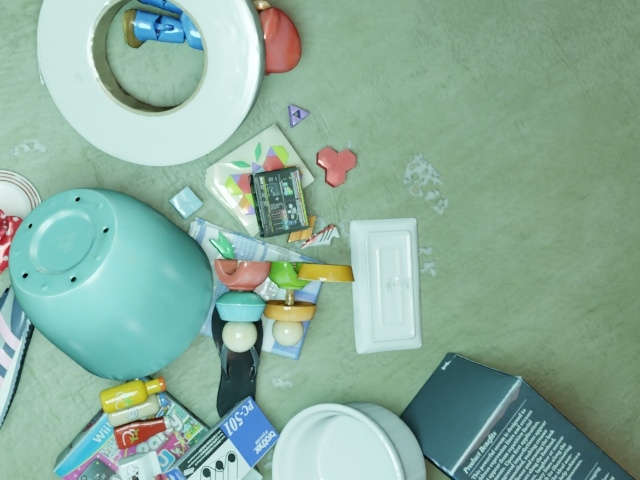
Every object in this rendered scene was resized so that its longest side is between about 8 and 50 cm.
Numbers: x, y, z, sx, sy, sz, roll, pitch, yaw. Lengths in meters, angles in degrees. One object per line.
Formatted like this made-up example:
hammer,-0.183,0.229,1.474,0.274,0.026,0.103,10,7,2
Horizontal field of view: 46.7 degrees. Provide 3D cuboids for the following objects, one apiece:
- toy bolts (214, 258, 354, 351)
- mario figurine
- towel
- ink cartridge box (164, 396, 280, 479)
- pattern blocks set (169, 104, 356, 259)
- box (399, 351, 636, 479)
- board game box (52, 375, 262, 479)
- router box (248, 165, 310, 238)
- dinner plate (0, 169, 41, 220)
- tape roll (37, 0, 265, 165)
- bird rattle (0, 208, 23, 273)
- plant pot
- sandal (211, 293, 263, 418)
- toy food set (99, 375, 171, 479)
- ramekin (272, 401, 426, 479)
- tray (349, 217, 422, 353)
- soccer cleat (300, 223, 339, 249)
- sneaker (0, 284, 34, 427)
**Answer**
toy bolts,-0.068,0.117,1.292,0.228,0.218,0.159,4,89,-41
mario figurine,-0.193,-0.379,1.378,0.320,0.170,0.198,15,124,-4
towel,-0.143,0.097,1.423,0.285,0.034,0.209,19,87,-14
ink cartridge box,-0.169,0.377,1.309,0.097,0.046,0.207,54,42,-2
pattern blocks set,-0.111,-0.117,1.410,0.285,0.026,0.325,40,75,-9
box,0.386,0.433,1.430,0.395,0.293,0.212,41,81,-11
board game box,-0.294,0.417,1.360,0.303,0.097,0.224,43,80,-11
router box,-0.077,-0.072,1.382,0.092,0.038,0.123,-11,93,-19
dinner plate,-0.570,-0.054,1.320,0.141,0.017,0.141,0,92,-14
tape roll,-0.290,-0.322,1.277,0.392,0.072,0.392,2,110,6
bird rattle,-0.619,-0.042,1.250,0.207,0.143,0.254,-24,93,7
plant pot,-0.354,0.051,1.197,0.293,0.235,0.293,-8,61,14
sandal,-0.152,0.224,1.392,0.097,0.054,0.255,-4,101,-12
toy food set,-0.291,0.343,1.252,0.104,0.111,0.232,-16,94,-15
ramekin,0.059,0.430,1.363,0.135,0.277,0.277,2,91,-55
tray,0.137,0.091,1.496,0.145,0.030,0.270,-3,92,-15
soccer cleat,0.000,0.000,1.460,0.083,0.029,0.036,-33,94,-16
sneaker,-0.570,0.170,1.277,0.131,0.112,0.319,16,85,-14
